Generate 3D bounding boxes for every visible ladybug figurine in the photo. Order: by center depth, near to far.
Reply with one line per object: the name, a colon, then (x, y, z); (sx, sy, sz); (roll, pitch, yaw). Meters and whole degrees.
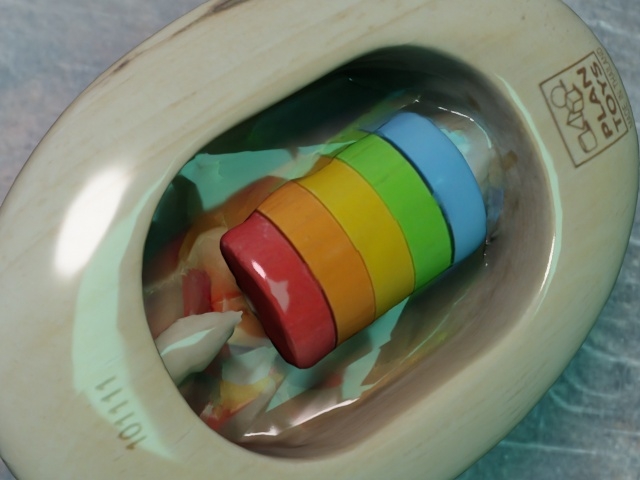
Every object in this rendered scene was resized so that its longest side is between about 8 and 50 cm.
ladybug figurine: (0.000, 0.000, 0.734); (0.449, 0.162, 0.305); (-29, 99, -24)
